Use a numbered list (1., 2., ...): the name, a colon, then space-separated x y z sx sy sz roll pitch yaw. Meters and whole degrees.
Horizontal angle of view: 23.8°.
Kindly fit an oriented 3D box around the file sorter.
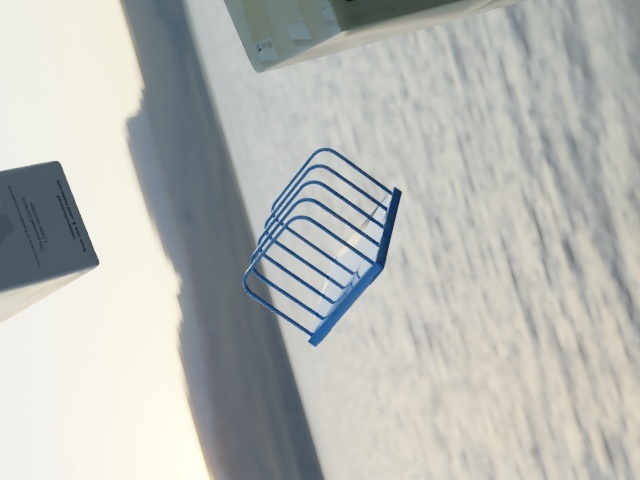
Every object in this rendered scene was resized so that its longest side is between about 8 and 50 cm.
1. file sorter: 0.000 0.000 1.547 0.104 0.118 0.170 34 -152 -9

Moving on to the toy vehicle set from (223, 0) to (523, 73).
1. toy vehicle set: 0.039 -0.161 0.520 0.267 0.035 0.166 -24 -88 -50

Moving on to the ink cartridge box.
1. ink cartridge box: -0.371 0.031 1.369 0.273 0.197 0.114 -16 -99 -50
